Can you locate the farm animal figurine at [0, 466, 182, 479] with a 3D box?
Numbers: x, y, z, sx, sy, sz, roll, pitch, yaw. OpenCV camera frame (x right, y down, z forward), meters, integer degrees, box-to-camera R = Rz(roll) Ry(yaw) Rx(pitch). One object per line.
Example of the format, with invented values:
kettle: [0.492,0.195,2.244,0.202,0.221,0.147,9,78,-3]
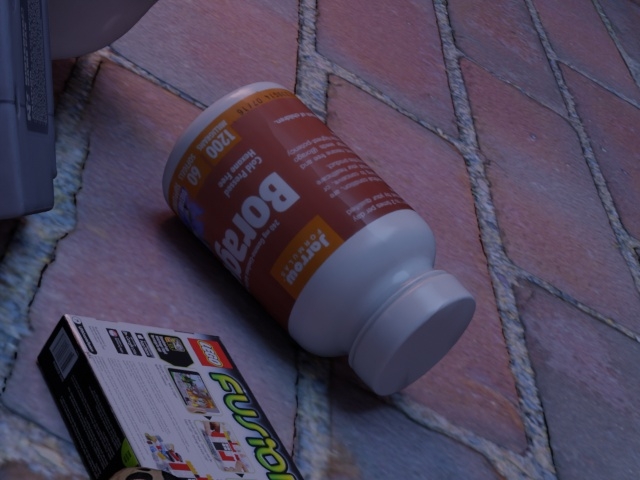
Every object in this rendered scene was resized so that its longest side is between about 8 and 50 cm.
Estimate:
farm animal figurine: [-0.090,0.187,0.452,0.327,0.172,0.330,15,30,-38]

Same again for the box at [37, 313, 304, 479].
box: [-0.064,0.126,0.779,0.114,0.036,0.207,13,31,-42]

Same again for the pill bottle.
pill bottle: [0.000,0.000,1.000,0.216,0.121,0.121,45,25,23]

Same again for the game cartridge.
game cartridge: [-0.189,-0.160,0.821,0.062,0.297,0.198,-3,2,0]

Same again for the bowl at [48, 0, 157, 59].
bowl: [-0.252,-0.220,1.070,0.298,0.134,0.298,29,23,-14]
